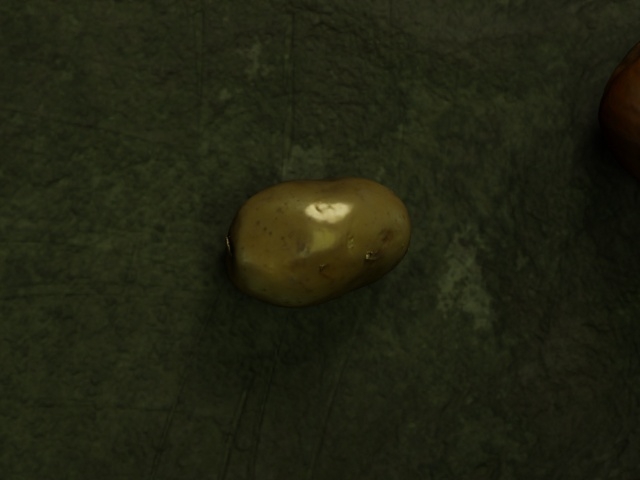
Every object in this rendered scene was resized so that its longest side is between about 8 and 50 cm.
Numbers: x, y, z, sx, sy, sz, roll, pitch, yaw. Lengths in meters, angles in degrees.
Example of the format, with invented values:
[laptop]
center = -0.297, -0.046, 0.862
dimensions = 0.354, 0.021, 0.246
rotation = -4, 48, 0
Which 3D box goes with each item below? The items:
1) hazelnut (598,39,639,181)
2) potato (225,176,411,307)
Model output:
[hazelnut]
center = 0.380, -0.126, 1.714
dimensions = 0.214, 0.214, 0.176
rotation = -34, 133, -11
[potato]
center = 0.000, 0.000, 1.658
dimensions = 0.178, 0.109, 0.118
rotation = -11, 99, -20
